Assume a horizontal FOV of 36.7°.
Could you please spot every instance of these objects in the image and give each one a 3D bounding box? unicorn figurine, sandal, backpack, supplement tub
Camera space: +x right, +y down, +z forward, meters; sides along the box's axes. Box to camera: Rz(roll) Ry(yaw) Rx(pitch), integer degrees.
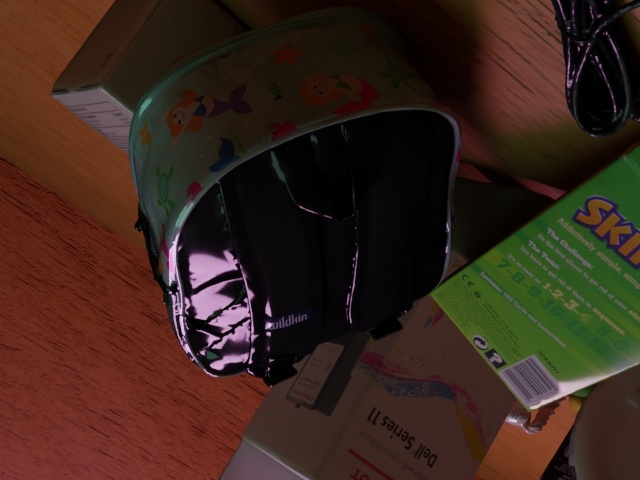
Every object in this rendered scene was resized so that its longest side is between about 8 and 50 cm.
[{"bbox_3d":[0.229,0.202,1.269,0.161,0.111,0.060,22,165,39],"label":"unicorn figurine"},{"bbox_3d":[0.148,-0.009,0.791,0.240,0.088,0.079,24,-162,31],"label":"sandal"},{"bbox_3d":[-0.021,-0.042,0.668,0.254,0.225,0.191,91,156,-61],"label":"backpack"},{"bbox_3d":[0.364,0.242,0.874,0.207,0.207,0.338,22,165,38],"label":"supplement tub"}]

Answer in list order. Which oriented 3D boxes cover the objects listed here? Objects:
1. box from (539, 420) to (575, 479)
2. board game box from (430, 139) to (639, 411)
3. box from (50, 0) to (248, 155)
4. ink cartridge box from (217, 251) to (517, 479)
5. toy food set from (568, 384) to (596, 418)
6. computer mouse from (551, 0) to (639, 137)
[{"bbox_3d":[0.399,0.332,1.206,0.165,0.143,0.270,23,157,38],"label":"box"},{"bbox_3d":[0.185,0.031,0.661,0.124,0.039,0.259,50,148,3],"label":"board game box"},{"bbox_3d":[-0.068,-0.085,0.865,0.311,0.121,0.148,39,166,-29],"label":"box"},{"bbox_3d":[0.069,0.162,0.938,0.119,0.354,0.207,18,161,49],"label":"ink cartridge box"},{"bbox_3d":[0.249,0.153,1.122,0.217,0.071,0.128,31,167,7],"label":"toy food set"},{"bbox_3d":[0.211,-0.057,0.440,0.262,0.060,0.184,25,165,30],"label":"computer mouse"}]
